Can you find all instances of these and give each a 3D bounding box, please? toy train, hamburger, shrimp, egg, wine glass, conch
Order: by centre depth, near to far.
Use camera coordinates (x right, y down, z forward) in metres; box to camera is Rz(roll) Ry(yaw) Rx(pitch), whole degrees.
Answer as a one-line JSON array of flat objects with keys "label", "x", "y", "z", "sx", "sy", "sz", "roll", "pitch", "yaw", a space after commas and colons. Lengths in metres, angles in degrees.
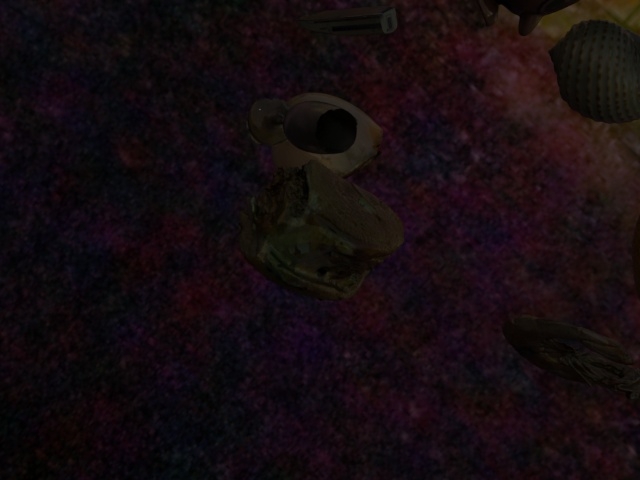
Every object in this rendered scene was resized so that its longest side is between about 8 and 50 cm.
[{"label": "wine glass", "x": -0.022, "y": -0.139, "z": 1.031, "sx": 0.074, "sy": 0.074, "sz": 0.262, "roll": 30, "pitch": -1, "yaw": -22}, {"label": "conch", "x": 0.418, "y": -0.227, "z": 1.203, "sx": 0.200, "sy": 0.131, "sz": 0.172, "roll": 41, "pitch": 25, "yaw": 12}, {"label": "hamburger", "x": 0.000, "y": 0.000, "z": 1.406, "sx": 0.288, "sy": 0.167, "sz": 0.192, "roll": 28, "pitch": 36, "yaw": -23}, {"label": "toy train", "x": 0.045, "y": -0.442, "z": 1.732, "sx": 0.055, "sy": 0.252, "sz": 0.048, "roll": -38, "pitch": 123, "yaw": -34}, {"label": "shrimp", "x": 0.554, "y": 0.240, "z": 1.768, "sx": 0.360, "sy": 0.247, "sz": 0.085, "roll": 22, "pitch": 68, "yaw": 11}, {"label": "egg", "x": -0.005, "y": -0.238, "z": 1.934, "sx": 0.174, "sy": 0.264, "sz": 0.286, "roll": 62, "pitch": -9, "yaw": -31}]

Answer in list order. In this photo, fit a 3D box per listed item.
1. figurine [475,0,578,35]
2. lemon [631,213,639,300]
[{"label": "figurine", "x": 0.176, "y": -0.234, "z": 0.663, "sx": 0.125, "sy": 0.138, "sz": 0.125, "roll": -18, "pitch": 90, "yaw": -75}, {"label": "lemon", "x": 0.332, "y": -0.001, "z": 0.615, "sx": 0.188, "sy": 0.257, "sz": 0.188, "roll": 26, "pitch": 28, "yaw": -15}]
